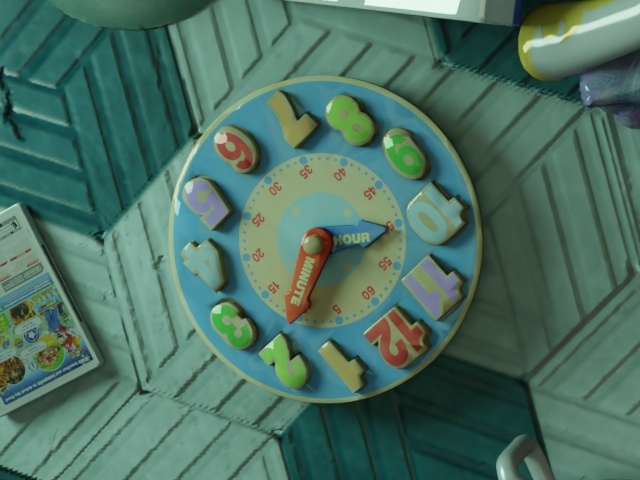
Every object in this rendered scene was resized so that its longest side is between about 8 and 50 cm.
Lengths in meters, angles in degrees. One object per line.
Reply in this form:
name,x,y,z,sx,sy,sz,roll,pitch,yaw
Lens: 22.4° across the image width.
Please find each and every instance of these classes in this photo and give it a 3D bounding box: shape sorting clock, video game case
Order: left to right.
video game case,-0.208,0.047,1.089,0.087,0.011,0.122,-27,89,16
shape sorting clock,0.000,0.000,1.013,0.206,0.040,0.206,2,97,14

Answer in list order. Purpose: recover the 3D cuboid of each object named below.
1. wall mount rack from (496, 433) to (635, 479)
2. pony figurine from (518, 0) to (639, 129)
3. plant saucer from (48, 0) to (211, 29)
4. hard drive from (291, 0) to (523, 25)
wall mount rack,0.085,0.296,0.977,0.350,0.130,0.304,-24,90,17
pony figurine,0.250,-0.175,0.774,0.363,0.303,0.351,-14,69,56
plant saucer,-0.128,-0.231,1.023,0.195,0.037,0.195,2,97,14
hard drive,0.045,-0.290,0.919,0.210,0.040,0.318,15,101,45
